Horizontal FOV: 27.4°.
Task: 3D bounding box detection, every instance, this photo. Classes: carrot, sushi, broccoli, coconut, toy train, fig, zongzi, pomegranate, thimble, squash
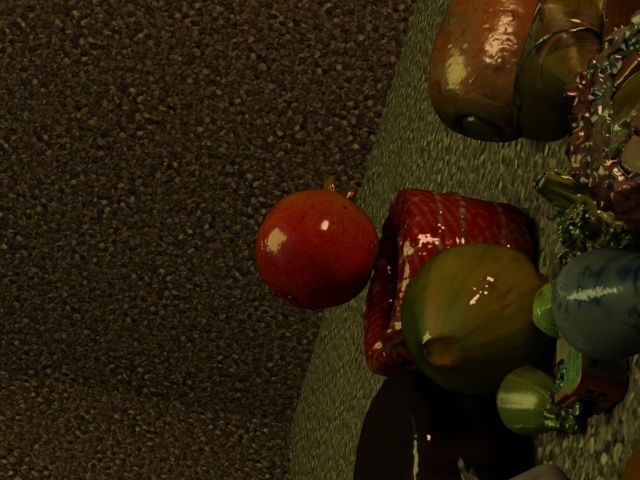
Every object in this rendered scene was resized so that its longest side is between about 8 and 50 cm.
[{"bbox_3d":[0.311,-0.346,2.263,0.224,0.224,0.341,130,157,-74],"label":"carrot"},{"bbox_3d":[0.401,-0.128,1.415,0.236,0.171,0.270,-31,39,40],"label":"sushi"},{"bbox_3d":[0.352,-0.048,1.731,0.167,0.160,0.154,-58,12,12],"label":"broccoli"},{"bbox_3d":[0.340,0.096,1.848,0.096,0.088,0.088,43,-127,-62],"label":"coconut"},{"bbox_3d":[0.358,0.143,1.735,0.099,0.072,0.188,125,157,-57],"label":"toy train"},{"bbox_3d":[0.224,0.126,1.968,0.271,0.239,0.239,-23,-45,-52],"label":"fig"},{"bbox_3d":[0.360,-0.203,1.975,0.289,0.123,0.260,-85,4,-47],"label":"zongzi"},{"bbox_3d":[0.000,0.000,2.353,0.221,0.221,0.257,113,175,-56],"label":"pomegranate"},{"bbox_3d":[0.215,0.078,2.277,0.350,0.230,0.350,-170,90,-84],"label":"thimble"},{"bbox_3d":[0.322,0.229,1.841,0.132,0.105,0.105,177,105,-68],"label":"squash"}]

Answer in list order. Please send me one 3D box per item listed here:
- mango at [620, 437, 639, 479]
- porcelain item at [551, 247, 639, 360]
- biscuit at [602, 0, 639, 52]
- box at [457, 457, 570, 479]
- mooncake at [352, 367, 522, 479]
[{"bbox_3d":[0.372,0.252,1.379,0.136,0.099,0.227,149,140,-79],"label":"mango"},{"bbox_3d":[0.367,0.068,1.555,0.259,0.141,0.141,149,132,-69],"label":"porcelain item"},{"bbox_3d":[0.451,-0.313,1.727,0.381,0.074,0.359,-85,10,-51],"label":"biscuit"},{"bbox_3d":[0.291,0.377,1.474,0.106,0.264,0.337,-38,17,8],"label":"box"},{"bbox_3d":[0.179,0.382,2.100,0.381,0.212,0.350,121,148,-57],"label":"mooncake"}]
